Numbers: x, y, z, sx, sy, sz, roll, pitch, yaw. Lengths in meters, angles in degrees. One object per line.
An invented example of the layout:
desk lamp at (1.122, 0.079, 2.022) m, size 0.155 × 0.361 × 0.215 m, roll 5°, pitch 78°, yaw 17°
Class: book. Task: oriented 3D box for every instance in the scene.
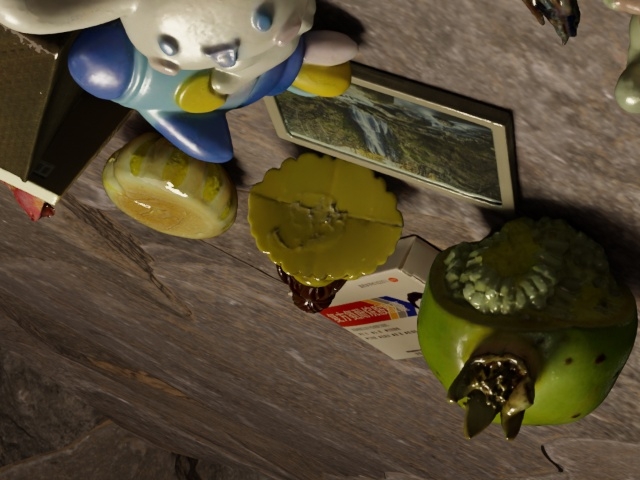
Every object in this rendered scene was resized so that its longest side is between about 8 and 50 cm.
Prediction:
book at (-0.373, -0.159, 1.949) m, size 0.217 × 0.310 × 0.021 m, roll 26°, pitch 118°, yaw 0°

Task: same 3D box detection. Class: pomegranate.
pomegranate at (0.231, 0.115, 1.822) m, size 0.260 × 0.340 × 0.260 m, roll 13°, pitch 124°, yaw 20°

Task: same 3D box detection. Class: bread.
bread at (-0.202, -0.078, 2.152) m, size 0.213 × 0.104 × 0.213 m, roll 20°, pitch 158°, yaw 8°

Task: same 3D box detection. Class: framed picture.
framed picture at (0.074, -0.131, 1.792) m, size 0.324 × 0.020 × 0.240 m, roll 20°, pitch 161°, yaw 16°

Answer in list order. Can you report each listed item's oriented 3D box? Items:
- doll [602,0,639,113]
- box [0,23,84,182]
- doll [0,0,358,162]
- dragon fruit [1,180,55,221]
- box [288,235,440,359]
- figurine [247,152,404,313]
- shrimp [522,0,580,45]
doll at (0.301, -0.196, 1.209) m, size 0.155 × 0.113 × 0.275 m, roll 14°, pitch 153°, yaw 5°
box at (-0.338, -0.218, 1.740) m, size 0.143 × 0.184 × 0.273 m, roll 28°, pitch 145°, yaw -3°
doll at (-0.106, -0.198, 1.511) m, size 0.376 × 0.187 × 0.365 m, roll 11°, pitch 164°, yaw 4°
dragon fruit at (-0.407, -0.122, 2.208) m, size 0.126 × 0.161 × 0.274 m, roll 26°, pitch 163°, yaw -8°
box at (0.121, 0.091, 2.258) m, size 0.214 × 0.069 × 0.353 m, roll 32°, pitch 158°, yaw -19°
figurine at (0.000, -0.004, 2.073) m, size 0.187 × 0.168 × 0.315 m, roll -14°, pitch 171°, yaw -4°
shrimp at (0.186, -0.265, 1.235) m, size 0.164 × 0.062 × 0.317 m, roll 10°, pitch 154°, yaw 31°
